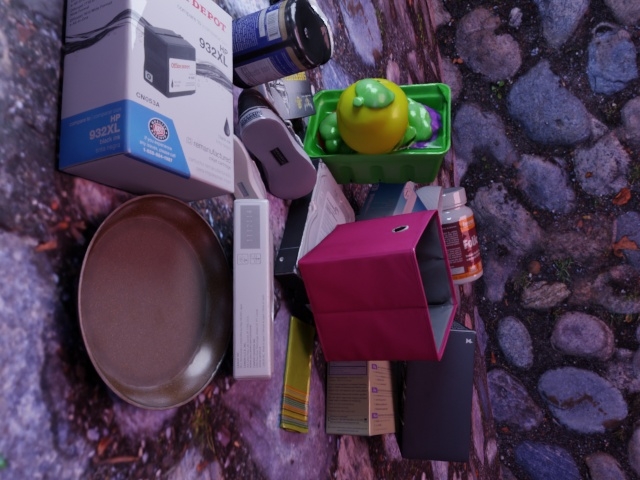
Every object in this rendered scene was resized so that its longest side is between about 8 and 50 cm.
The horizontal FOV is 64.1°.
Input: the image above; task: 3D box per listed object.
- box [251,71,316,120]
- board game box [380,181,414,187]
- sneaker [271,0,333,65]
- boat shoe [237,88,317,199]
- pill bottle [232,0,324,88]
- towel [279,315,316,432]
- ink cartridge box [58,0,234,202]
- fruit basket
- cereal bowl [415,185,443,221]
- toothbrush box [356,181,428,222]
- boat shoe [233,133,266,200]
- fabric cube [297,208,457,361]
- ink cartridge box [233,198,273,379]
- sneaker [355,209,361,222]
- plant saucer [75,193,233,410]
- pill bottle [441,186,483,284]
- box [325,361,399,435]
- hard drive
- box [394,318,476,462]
[{"bbox_3d":[-0.097,-0.363,1.165,0.231,0.056,0.183,-35,114,-61],"label":"box"},{"bbox_3d":[0.277,-0.311,1.869,0.224,0.097,0.303,67,31,-30],"label":"board game box"},{"bbox_3d":[-0.067,-0.562,1.265,0.124,0.107,0.283,-44,120,-41],"label":"sneaker"},{"bbox_3d":[-0.095,-0.193,1.066,0.306,0.113,0.105,46,23,-60],"label":"boat shoe"},{"bbox_3d":[-0.114,-0.351,0.940,0.123,0.219,0.123,27,60,-60],"label":"pill bottle"},{"bbox_3d":[-0.047,0.293,1.121,0.102,0.021,0.237,42,46,-54],"label":"towel"},{"bbox_3d":[-0.240,-0.230,0.751,0.223,0.129,0.308,17,67,-61],"label":"ink cartridge box"},{"bbox_3d":[0.135,-0.301,1.267,0.392,0.391,0.283,51,40,-47],"label":"fruit basket"},{"bbox_3d":[0.365,-0.036,1.878,0.339,0.141,0.339,4,90,-73],"label":"cereal bowl"},{"bbox_3d":[0.203,0.005,1.491,0.216,0.126,0.296,47,58,-38],"label":"toothbrush box"},{"bbox_3d":[-0.148,-0.132,0.993,0.063,0.066,0.184,-85,152,-54],"label":"boat shoe"},{"bbox_3d":[0.140,0.098,1.148,0.254,0.258,0.259,-43,122,-58],"label":"fabric cube"},{"bbox_3d":[-0.121,0.102,0.949,0.261,0.066,0.297,109,-20,-76],"label":"ink cartridge box"},{"bbox_3d":[0.133,-0.018,1.545,0.059,0.053,0.144,-42,116,-53],"label":"sneaker"},{"bbox_3d":[-0.238,0.089,0.758,0.310,0.050,0.311,30,55,-58],"label":"plant saucer"},{"bbox_3d":[0.562,-0.022,2.219,0.224,0.224,0.392,-34,113,-62],"label":"pill bottle"},{"bbox_3d":[0.111,0.367,1.313,0.213,0.117,0.243,31,57,-58],"label":"box"},{"bbox_3d":[0.000,0.000,1.254,0.237,0.064,0.339,55,36,-44],"label":"hard drive"},{"bbox_3d":[0.305,0.393,1.452,0.312,0.178,0.344,58,35,-88],"label":"box"}]
